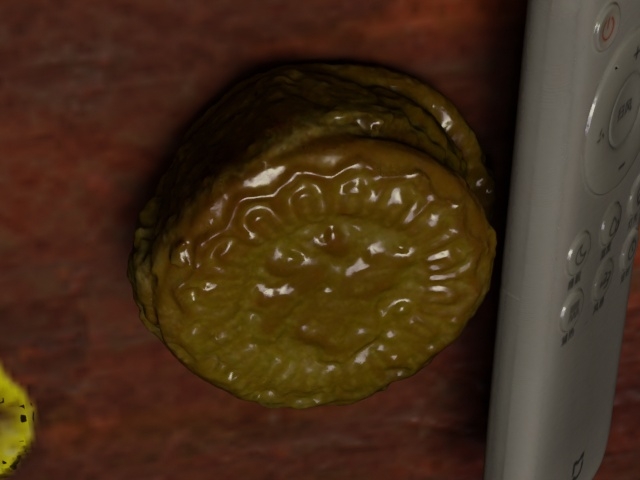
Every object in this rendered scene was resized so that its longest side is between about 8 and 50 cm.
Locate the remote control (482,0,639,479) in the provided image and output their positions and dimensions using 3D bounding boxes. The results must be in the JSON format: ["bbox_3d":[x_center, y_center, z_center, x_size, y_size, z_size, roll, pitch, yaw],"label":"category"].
[{"bbox_3d":[0.078,-0.022,0.499,0.029,0.067,0.261,20,126,26],"label":"remote control"}]

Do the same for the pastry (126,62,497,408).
[{"bbox_3d":[0.000,0.000,0.499,0.109,0.057,0.097,-3,124,-9],"label":"pastry"}]
